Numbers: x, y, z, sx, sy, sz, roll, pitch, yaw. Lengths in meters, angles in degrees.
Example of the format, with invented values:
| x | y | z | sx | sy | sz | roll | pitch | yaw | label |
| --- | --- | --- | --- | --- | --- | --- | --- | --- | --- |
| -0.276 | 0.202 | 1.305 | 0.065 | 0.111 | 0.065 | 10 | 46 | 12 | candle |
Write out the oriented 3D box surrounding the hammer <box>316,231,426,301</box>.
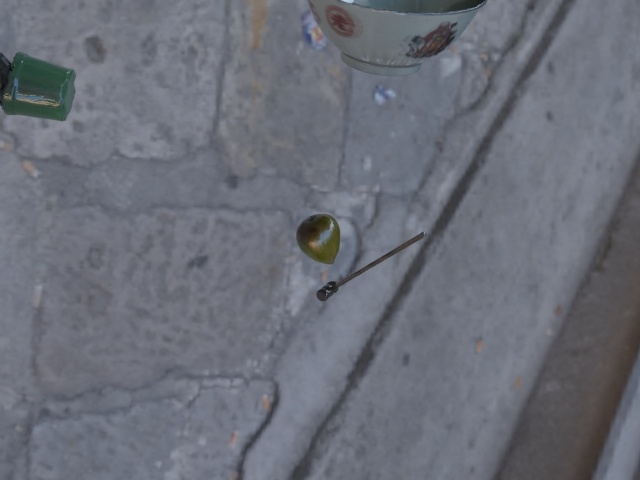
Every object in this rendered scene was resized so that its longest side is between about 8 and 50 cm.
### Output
| x | y | z | sx | sy | sz | roll | pitch | yaw | label |
| --- | --- | --- | --- | --- | --- | --- | --- | --- | --- |
| 0.105 | 0.049 | 2.132 | 0.029 | 0.292 | 0.058 | 55 | 36 | -3 | hammer |

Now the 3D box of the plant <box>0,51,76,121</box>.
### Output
| x | y | z | sx | sy | sz | roll | pitch | yaw | label |
| --- | --- | --- | --- | --- | --- | --- | --- | --- | --- |
| -0.236 | -0.118 | 0.779 | 0.051 | 0.102 | 0.051 | -168 | -90 | -86 | plant |

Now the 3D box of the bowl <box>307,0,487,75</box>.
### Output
| x | y | z | sx | sy | sz | roll | pitch | yaw | label |
| --- | --- | --- | --- | --- | --- | --- | --- | --- | --- |
| 0.119 | -0.388 | 1.855 | 0.337 | 0.337 | 0.157 | -33 | 138 | -47 | bowl |

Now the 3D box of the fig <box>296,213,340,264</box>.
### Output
| x | y | z | sx | sy | sz | roll | pitch | yaw | label |
| --- | --- | --- | --- | --- | --- | --- | --- | --- | --- |
| 0.000 | 0.000 | 1.714 | 0.074 | 0.074 | 0.087 | -36 | 114 | -46 | fig |
